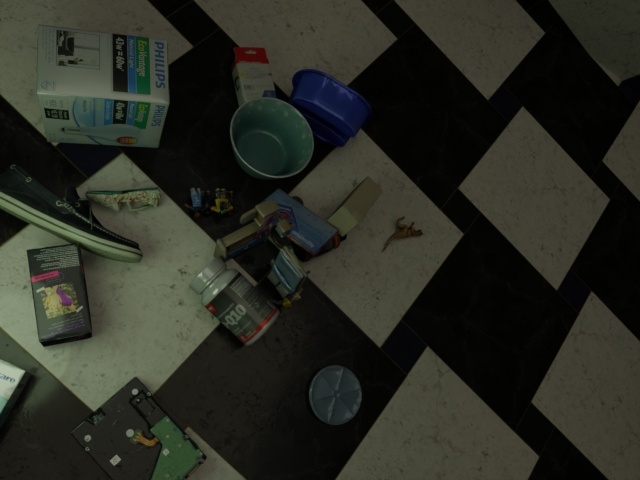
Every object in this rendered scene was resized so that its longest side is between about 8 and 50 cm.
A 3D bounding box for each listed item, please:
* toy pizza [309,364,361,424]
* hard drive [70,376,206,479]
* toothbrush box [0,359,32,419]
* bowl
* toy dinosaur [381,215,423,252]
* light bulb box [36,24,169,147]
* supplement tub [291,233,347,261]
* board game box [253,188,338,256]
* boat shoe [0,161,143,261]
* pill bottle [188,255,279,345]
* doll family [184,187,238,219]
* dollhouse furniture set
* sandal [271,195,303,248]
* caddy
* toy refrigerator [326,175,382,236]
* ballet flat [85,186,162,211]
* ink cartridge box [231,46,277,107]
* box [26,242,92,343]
[{"bbox_3d":[0.051,0.542,1.919,0.201,0.032,0.201,6,74,-22],"label":"toy pizza"},{"bbox_3d":[-0.539,0.614,1.636,0.339,0.064,0.237,49,63,-2],"label":"hard drive"},{"bbox_3d":[-0.908,0.461,1.443,0.126,0.216,0.295,27,65,-14],"label":"toothbrush box"},{"bbox_3d":[-0.196,-0.348,2.002,0.312,0.163,0.311,6,73,-21],"label":"bowl"},{"bbox_3d":[0.329,-0.034,2.184,0.212,0.064,0.112,-14,82,-25],"label":"toy dinosaur"},{"bbox_3d":[-0.680,-0.467,1.728,0.361,0.358,0.225,0,77,-21],"label":"light bulb box"},{"bbox_3d":[0.000,0.000,2.013,0.198,0.106,0.106,-23,85,-26],"label":"supplement tub"},{"bbox_3d":[-0.089,-0.068,1.961,0.281,0.027,0.145,36,53,15],"label":"board game box"},{"bbox_3d":[-0.770,-0.081,1.679,0.500,0.187,0.156,28,72,-7],"label":"boat shoe"},{"bbox_3d":[-0.288,0.198,1.806,0.283,0.161,0.161,44,64,-5],"label":"pill bottle"},{"bbox_3d":[-0.380,-0.124,1.915,0.193,0.076,0.111,-1,80,-18],"label":"doll family"},{"bbox_3d":[-0.180,0.080,1.815,0.198,0.286,0.303,-31,77,-27],"label":"dollhouse furniture set"},{"bbox_3d":[-0.114,-0.074,2.013,0.090,0.060,0.219,30,66,-12],"label":"sandal"},{"bbox_3d":[0.031,-0.520,2.105,0.341,0.241,0.179,29,71,-13],"label":"caddy"},{"bbox_3d":[0.135,-0.129,2.053,0.094,0.102,0.269,44,39,-5],"label":"toy refrigerator"},{"bbox_3d":[-0.645,-0.133,1.802,0.241,0.091,0.077,-5,99,-20],"label":"ballet flat"},{"bbox_3d":[-0.261,-0.622,2.101,0.134,0.078,0.231,-7,78,-25],"label":"ink cartridge box"},{"bbox_3d":[-0.768,0.162,1.615,0.143,0.165,0.270,-8,79,-24],"label":"box"}]
